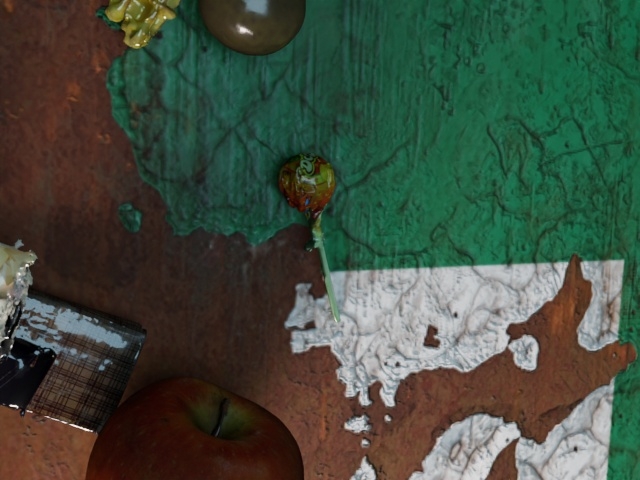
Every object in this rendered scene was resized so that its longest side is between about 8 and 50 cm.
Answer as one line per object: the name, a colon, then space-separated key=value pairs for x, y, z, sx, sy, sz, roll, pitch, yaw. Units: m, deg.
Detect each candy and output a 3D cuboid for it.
candy: x=0.000 y=0.000 z=1.225 sx=0.060 sy=0.060 sz=0.201 roll=-20 pitch=114 yaw=-20

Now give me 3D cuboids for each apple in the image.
apple: x=-0.129 y=0.257 z=1.113 sx=0.230 sy=0.230 sz=0.230 roll=-4 pitch=100 yaw=-24

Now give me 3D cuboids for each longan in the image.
longan: x=-0.068 y=-0.240 z=1.118 sx=0.106 sy=0.106 sz=0.119 roll=-26 pitch=115 yaw=-18

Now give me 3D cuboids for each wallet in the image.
wallet: x=-0.294 y=0.103 z=1.105 sx=0.230 sy=0.042 sz=0.124 roll=22 pitch=88 yaw=-25

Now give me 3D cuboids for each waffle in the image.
waffle: x=-0.138 y=-0.289 z=1.108 sx=0.192 sy=0.046 sz=0.160 roll=-25 pitch=106 yaw=-19

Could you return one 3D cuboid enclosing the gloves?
gloves: x=-0.325 y=0.060 z=1.028 sx=0.114 sy=0.070 sz=0.153 roll=27 pitch=97 yaw=-24
